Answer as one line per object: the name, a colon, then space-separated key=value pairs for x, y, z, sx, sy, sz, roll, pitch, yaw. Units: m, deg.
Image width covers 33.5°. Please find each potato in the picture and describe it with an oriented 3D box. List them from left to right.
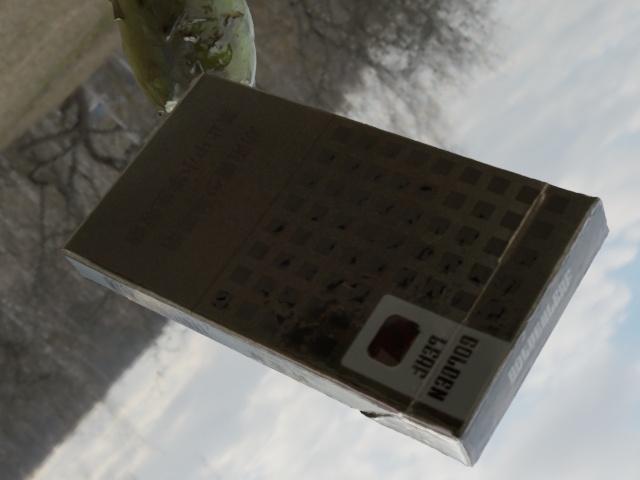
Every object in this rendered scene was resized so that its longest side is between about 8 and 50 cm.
potato: x=-0.121 y=-0.202 z=0.902 sx=0.117 sy=0.225 sz=0.090 roll=-7 pitch=-156 yaw=10

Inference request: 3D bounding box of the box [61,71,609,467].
box: x=0.000 y=0.001 z=0.703 sx=0.180 sy=0.325 sz=0.047 roll=-55 pitch=148 yaw=-21
